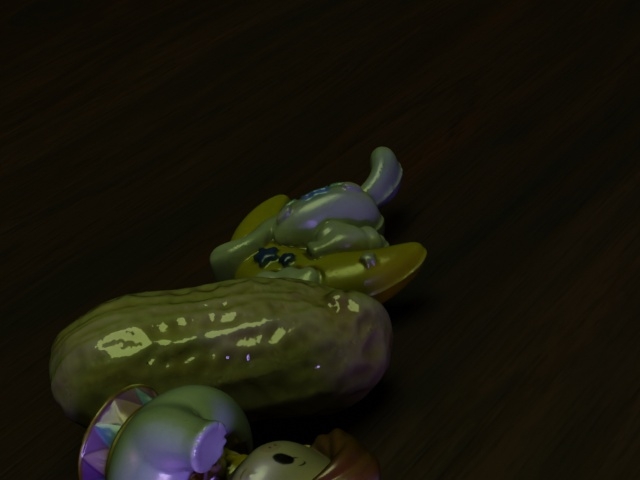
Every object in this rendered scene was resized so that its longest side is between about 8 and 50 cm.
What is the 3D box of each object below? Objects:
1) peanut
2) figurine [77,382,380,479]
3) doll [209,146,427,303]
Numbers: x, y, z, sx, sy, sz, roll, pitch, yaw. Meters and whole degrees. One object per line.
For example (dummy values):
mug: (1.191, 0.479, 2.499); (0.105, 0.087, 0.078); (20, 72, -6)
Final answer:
peanut: (-0.087, 0.111, 0.924); (0.313, 0.152, 0.152); (-10, 31, -9)
figurine: (-0.049, 0.196, 0.751); (0.263, 0.189, 0.142); (16, 61, 27)
doll: (0.000, 0.000, 1.107); (0.252, 0.111, 0.237); (-24, 31, -2)
